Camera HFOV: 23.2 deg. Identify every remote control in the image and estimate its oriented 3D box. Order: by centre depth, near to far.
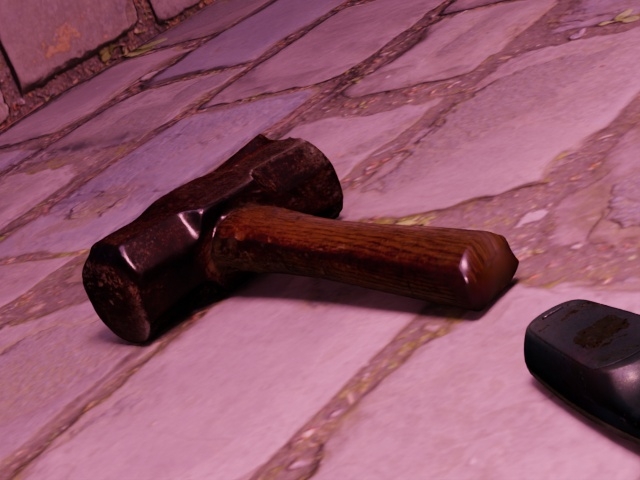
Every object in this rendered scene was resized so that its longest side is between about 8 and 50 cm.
[{"bbox_3d":[0.180,0.075,0.867,0.072,0.042,0.222,-29,18,-14],"label":"remote control"}]

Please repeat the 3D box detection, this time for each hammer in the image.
[{"bbox_3d":[0.000,0.000,1.247,0.242,0.095,0.408,-33,22,-32],"label":"hammer"}]
